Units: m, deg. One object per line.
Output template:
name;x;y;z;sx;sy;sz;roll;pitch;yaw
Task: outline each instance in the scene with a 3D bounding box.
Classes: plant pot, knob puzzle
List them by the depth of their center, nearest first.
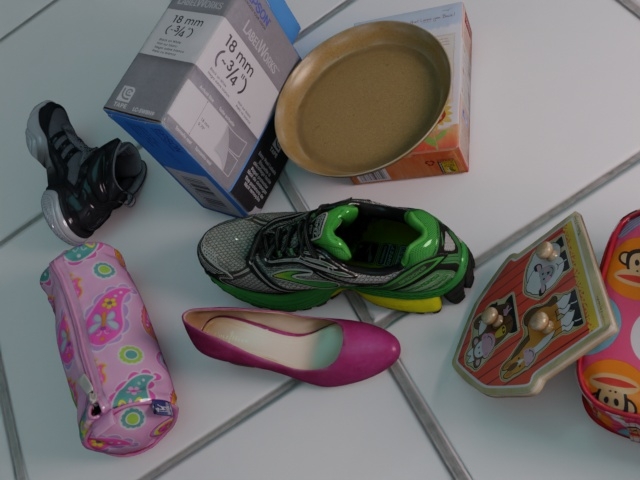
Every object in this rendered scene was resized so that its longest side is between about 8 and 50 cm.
knob puzzle;0.197;0.076;0.739;0.213;0.030;0.213;-49;20;26
plant pot;0.054;-0.175;0.921;0.236;0.032;0.236;-11;60;20

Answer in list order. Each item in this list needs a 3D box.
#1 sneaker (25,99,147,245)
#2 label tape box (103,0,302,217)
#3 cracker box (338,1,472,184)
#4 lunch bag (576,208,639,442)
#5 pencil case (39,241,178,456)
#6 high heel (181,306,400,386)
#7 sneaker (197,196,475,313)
sneaker;-0.357;-0.130;1.127;0.153;0.101;0.269;-26;61;9
label tape box;-0.104;-0.231;0.976;0.106;0.240;0.334;16;71;31
cracker box;0.116;-0.194;0.962;0.155;0.067;0.232;-4;63;23
lunch bag;0.396;0.075;0.654;0.293;0.120;0.258;12;68;30
pencil case;-0.274;0.134;0.930;0.124;0.124;0.284;-33;54;5
high heel;-0.036;0.109;0.834;0.244;0.117;0.082;3;65;26
sneaker;0.000;0.000;0.861;0.343;0.146;0.134;-2;63;24
